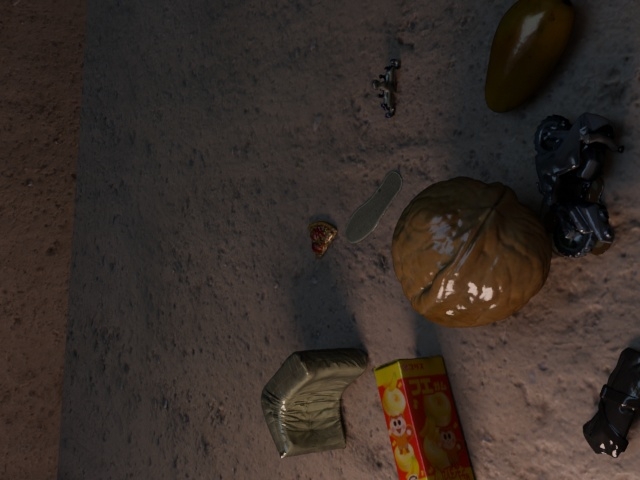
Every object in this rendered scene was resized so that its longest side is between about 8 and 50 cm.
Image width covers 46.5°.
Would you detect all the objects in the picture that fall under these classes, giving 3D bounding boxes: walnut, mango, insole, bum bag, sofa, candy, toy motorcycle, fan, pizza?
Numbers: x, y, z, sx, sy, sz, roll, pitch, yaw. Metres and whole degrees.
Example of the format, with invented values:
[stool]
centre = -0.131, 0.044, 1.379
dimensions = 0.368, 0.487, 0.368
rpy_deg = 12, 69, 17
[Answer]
[walnut]
centre = 0.275, 0.020, 1.384
dimensions = 0.277, 0.252, 0.313
rpy_deg = 61, 158, 23
[mango]
centre = 0.383, -0.357, 1.410
dimensions = 0.138, 0.113, 0.253
rpy_deg = 51, 132, 34
[insole]
centre = 0.125, -0.073, 1.779
dimensions = 0.232, 0.003, 0.080
rpy_deg = -52, 51, 35
[bum bag]
centre = 0.510, 0.279, 1.264
dimensions = 0.087, 0.049, 0.198
rpy_deg = -121, 46, -66
[sofa]
centre = -0.002, 0.373, 1.745
dimensions = 0.225, 0.210, 0.176
rpy_deg = -52, 49, 33
[candy]
centre = 0.212, 0.382, 1.537
dimensions = 0.088, 0.146, 0.276
rpy_deg = -31, 66, 45
[toy motorcycle]
centre = 0.456, -0.111, 1.303
dimensions = 0.159, 0.106, 0.270
rpy_deg = -30, 60, 47
[fan]
centre = 0.436, -0.034, 1.400
dimensions = 0.226, 0.008, 0.153
rpy_deg = -14, 76, 48
[pizza]
centre = 0.005, -0.014, 1.901
dimensions = 0.099, 0.029, 0.100
rpy_deg = -31, 64, 44

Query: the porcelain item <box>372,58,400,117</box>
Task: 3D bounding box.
[porcelain item]
centre = 0.147, -0.354, 1.717
dimensions = 0.021, 0.075, 0.136
rpy_deg = 9, 94, 49
